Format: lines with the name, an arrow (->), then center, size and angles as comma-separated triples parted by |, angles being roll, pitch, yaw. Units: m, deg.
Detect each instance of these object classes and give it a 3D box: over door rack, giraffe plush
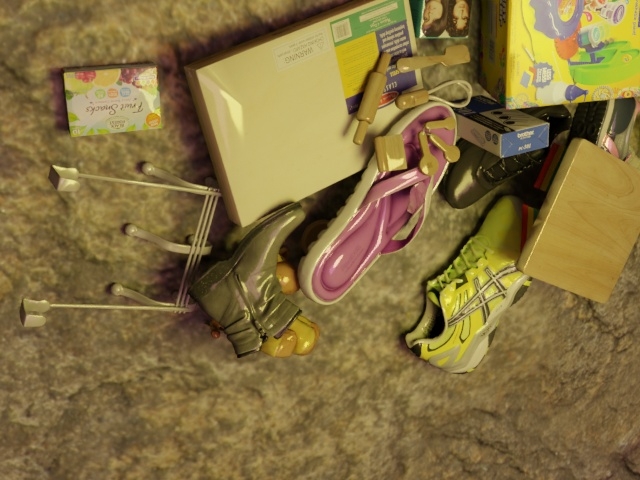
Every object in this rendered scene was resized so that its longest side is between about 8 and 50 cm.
over door rack -> -0.315, -0.001, 1.320 | 0.324, 0.108, 0.239 | 0, 113, -47
giraffe plush -> -0.094, 0.095, 1.470 | 0.210, 0.181, 0.170 | 14, 96, 7

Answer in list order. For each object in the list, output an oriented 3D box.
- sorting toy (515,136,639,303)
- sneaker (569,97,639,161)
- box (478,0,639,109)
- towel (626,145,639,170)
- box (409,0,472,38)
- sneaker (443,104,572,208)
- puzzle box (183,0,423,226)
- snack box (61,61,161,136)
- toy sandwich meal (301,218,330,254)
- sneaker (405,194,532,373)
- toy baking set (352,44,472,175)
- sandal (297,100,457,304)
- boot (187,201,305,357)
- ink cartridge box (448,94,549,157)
sorting toy -> 0.479, -0.039, 1.552 | 0.257, 0.089, 0.255 | 19, 97, -36
sneaker -> 0.561, -0.145, 1.674 | 0.131, 0.112, 0.319 | 7, 109, -24
box -> 0.430, -0.399, 1.424 | 0.279, 0.177, 0.290 | -7, 116, -3
towel -> 0.626, -0.125, 1.762 | 0.110, 0.027, 0.148 | 37, 93, -33
box -> 0.207, -0.468, 1.403 | 0.101, 0.060, 0.244 | -6, 113, -22
sneaker -> 0.348, -0.166, 1.557 | 0.286, 0.130, 0.109 | -47, 124, 2
puzzle box -> -0.003, -0.225, 1.375 | 0.409, 0.052, 0.272 | -27, 120, -24
snack box -> -0.320, -0.218, 1.282 | 0.141, 0.037, 0.100 | -9, 116, -21
toy sandwich meal -> 0.000, 0.000, 1.529 | 0.086, 0.029, 0.085 | -6, 107, -18
sneaker -> 0.300, 0.089, 1.637 | 0.147, 0.145, 0.384 | 15, 103, -29
toy baking set -> 0.160, -0.226, 1.400 | 0.197, 0.030, 0.256 | 17, 83, -21
sandal -> 0.127, -0.050, 1.442 | 0.416, 0.102, 0.169 | -54, 136, -3
boot -> -0.083, 0.067, 1.371 | 0.246, 0.083, 0.161 | -42, 88, 1
ink cartridge box -> 0.301, -0.205, 1.472 | 0.097, 0.207, 0.046 | -15, 117, -19
